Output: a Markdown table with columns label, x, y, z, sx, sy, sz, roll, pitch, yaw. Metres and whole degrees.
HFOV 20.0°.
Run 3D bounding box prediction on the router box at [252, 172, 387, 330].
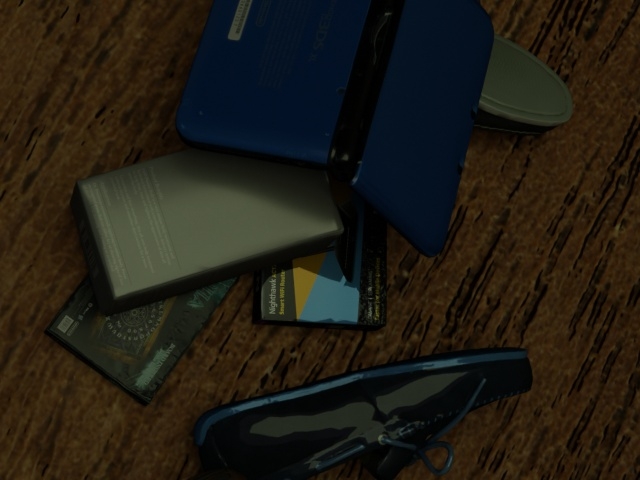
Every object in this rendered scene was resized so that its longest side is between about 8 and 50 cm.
| label | x | y | z | sx | sy | sz | roll | pitch | yaw |
| --- | --- | --- | --- | --- | --- | --- | --- | --- | --- |
| router box | 0.000 | 0.000 | 1.847 | 0.133 | 0.046 | 0.179 | 3 | 78 | -14 |

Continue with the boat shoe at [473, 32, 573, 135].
| label | x | y | z | sx | sy | sz | roll | pitch | yaw |
| --- | --- | --- | --- | --- | --- | --- | --- | --- | --- |
| boat shoe | 0.114 | -0.170 | 1.896 | 0.302 | 0.091 | 0.114 | 21 | 47 | -10 |

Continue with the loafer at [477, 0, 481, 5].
| label | x | y | z | sx | sy | sz | roll | pitch | yaw |
| --- | --- | --- | --- | --- | --- | --- | --- | --- | --- |
| loafer | 0.025 | -0.293 | 1.896 | 0.302 | 0.109 | 0.095 | 13 | 57 | -20 |

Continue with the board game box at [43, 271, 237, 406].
| label | x | y | z | sx | sy | sz | roll | pitch | yaw |
| --- | --- | --- | --- | --- | --- | --- | --- | --- | --- |
| board game box | -0.169 | 0.054 | 1.797 | 0.126 | 0.026 | 0.186 | 38 | 71 | -7 |

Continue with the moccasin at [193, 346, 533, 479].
| label | x | y | z | sx | sy | sz | roll | pitch | yaw |
| --- | --- | --- | --- | --- | --- | --- | --- | --- | --- |
| moccasin | 0.048 | 0.186 | 1.798 | 0.342 | 0.138 | 0.117 | -13 | 88 | -4 |

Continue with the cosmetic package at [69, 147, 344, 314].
| label | x | y | z | sx | sy | sz | roll | pitch | yaw |
| --- | --- | --- | --- | --- | --- | --- | --- | --- | --- |
| cosmetic package | -0.110 | -0.024 | 1.753 | 0.238 | 0.107 | 0.127 | -15 | 81 | -16 |

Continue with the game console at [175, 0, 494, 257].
| label | x | y | z | sx | sy | sz | roll | pitch | yaw |
| --- | --- | --- | --- | --- | --- | --- | --- | --- | --- |
| game console | 0.022 | -0.160 | 1.762 | 0.250 | 0.173 | 0.293 | 10 | 62 | 11 |

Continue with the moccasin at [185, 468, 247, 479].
| label | x | y | z | sx | sy | sz | roll | pitch | yaw |
| --- | --- | --- | --- | --- | --- | --- | --- | --- | --- |
| moccasin | -0.034 | 0.395 | 1.687 | 0.139 | 0.147 | 0.380 | -17 | 100 | -22 |
